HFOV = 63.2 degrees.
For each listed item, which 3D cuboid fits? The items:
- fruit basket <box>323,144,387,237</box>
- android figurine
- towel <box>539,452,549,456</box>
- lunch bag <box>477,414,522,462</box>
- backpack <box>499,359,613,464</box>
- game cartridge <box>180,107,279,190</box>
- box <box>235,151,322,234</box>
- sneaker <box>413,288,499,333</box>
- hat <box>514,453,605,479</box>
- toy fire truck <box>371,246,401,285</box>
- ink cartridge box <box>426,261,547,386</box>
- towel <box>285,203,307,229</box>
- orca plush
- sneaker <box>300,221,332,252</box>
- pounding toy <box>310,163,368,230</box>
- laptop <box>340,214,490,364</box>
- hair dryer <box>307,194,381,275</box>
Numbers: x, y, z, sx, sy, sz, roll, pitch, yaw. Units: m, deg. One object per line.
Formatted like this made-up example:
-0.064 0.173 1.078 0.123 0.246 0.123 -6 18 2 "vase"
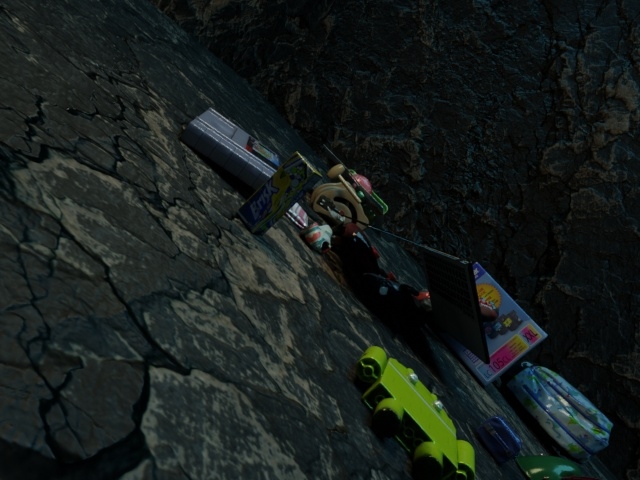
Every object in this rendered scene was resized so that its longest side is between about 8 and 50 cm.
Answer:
0.118 -0.170 1.964 0.327 0.165 0.353 49 -1 15 "fruit basket"
0.152 0.278 0.843 0.248 0.056 0.273 48 12 10 "android figurine"
0.736 0.727 1.502 0.275 0.031 0.199 35 17 -40 "towel"
0.395 0.440 1.145 0.098 0.067 0.065 52 12 26 "lunch bag"
0.855 0.618 1.873 0.290 0.273 0.355 44 20 -34 "backpack"
-0.205 -0.230 1.280 0.230 0.068 0.355 30 14 -14 "game cartridge"
-0.079 -0.088 1.002 0.059 0.169 0.054 50 10 15 "box"
0.437 0.244 1.685 0.097 0.276 0.135 88 12 -46 "sneaker"
0.609 0.545 1.261 0.208 0.183 0.173 45 10 -6 "hat"
0.207 0.115 1.637 0.135 0.047 0.192 51 5 -32 "toy fire truck"
0.539 0.267 1.811 0.395 0.270 0.151 50 5 24 "ink cartridge box"
-0.101 -0.111 1.398 0.197 0.029 0.144 44 11 -13 "towel"
0.189 0.191 1.336 0.151 0.102 0.287 1 -29 30 "orca plush"
0.000 0.000 1.340 0.075 0.057 0.161 65 13 10 "sneaker"
0.059 -0.109 1.750 0.269 0.154 0.155 62 3 -25 "pounding toy"
0.238 0.110 1.409 0.382 0.236 0.408 -133 -151 -81 "laptop"
0.070 0.011 1.563 0.293 0.080 0.223 40 31 -16 "hair dryer"
